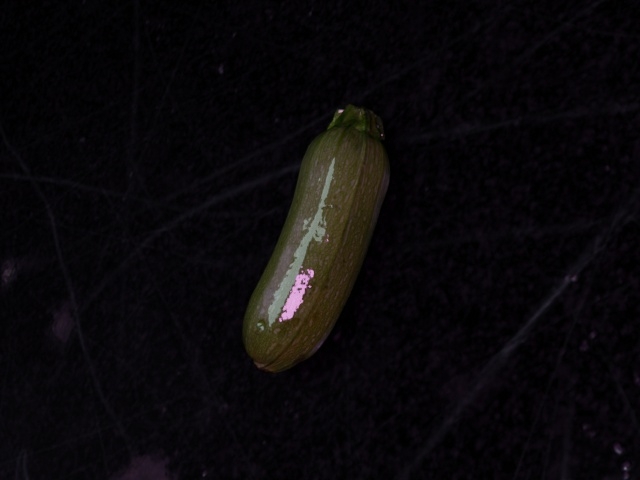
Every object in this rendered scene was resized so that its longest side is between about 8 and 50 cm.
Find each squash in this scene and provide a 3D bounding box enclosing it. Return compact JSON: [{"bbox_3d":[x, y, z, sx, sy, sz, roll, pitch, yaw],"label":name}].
[{"bbox_3d":[0.000,0.000,1.239,0.077,0.068,0.219,11,79,50],"label":"squash"}]
